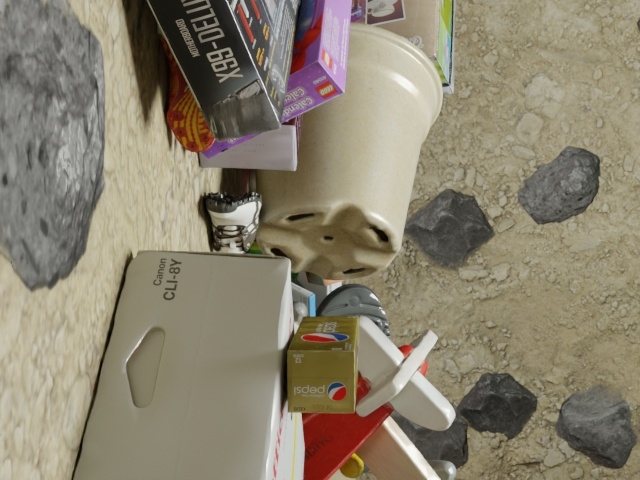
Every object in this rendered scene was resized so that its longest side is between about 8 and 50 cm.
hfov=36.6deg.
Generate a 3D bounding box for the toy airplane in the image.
[{"bbox_3d":[0.030,0.252,1.420,0.272,0.384,0.386,-38,130,-72],"label":"toy airplane"}]

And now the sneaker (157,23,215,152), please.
[{"bbox_3d":[-0.136,-0.180,1.054,0.067,0.064,0.175,-75,167,-59],"label":"sneaker"}]

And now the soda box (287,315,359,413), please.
[{"bbox_3d":[0.005,0.115,0.931,0.181,0.061,0.058,-55,145,-84],"label":"soda box"}]

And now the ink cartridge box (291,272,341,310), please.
[{"bbox_3d":[-0.029,0.135,2.155,0.223,0.045,0.224,28,-54,52],"label":"ink cartridge box"}]

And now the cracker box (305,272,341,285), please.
[{"bbox_3d":[0.000,0.000,1.792,0.232,0.067,0.156,176,-102,-83],"label":"cracker box"}]

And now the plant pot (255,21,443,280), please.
[{"bbox_3d":[0.023,-0.117,1.531,0.334,0.333,0.306,86,8,-59],"label":"plant pot"}]

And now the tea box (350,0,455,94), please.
[{"bbox_3d":[0.067,-0.394,1.736,0.323,0.328,0.220,8,84,-78],"label":"tea box"}]

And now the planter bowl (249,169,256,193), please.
[{"bbox_3d":[-0.069,-0.133,1.805,0.162,0.109,0.162,1,90,-86],"label":"planter bowl"}]

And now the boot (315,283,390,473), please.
[{"bbox_3d":[0.000,0.187,1.874,0.445,0.146,0.367,-124,-146,-67],"label":"boot"}]

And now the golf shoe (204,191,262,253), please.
[{"bbox_3d":[-0.118,-0.021,1.349,0.198,0.077,0.094,26,66,-85],"label":"golf shoe"}]

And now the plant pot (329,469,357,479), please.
[{"bbox_3d":[-0.039,0.474,1.654,0.284,0.284,0.191,88,-19,-47],"label":"plant pot"}]

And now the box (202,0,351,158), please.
[{"bbox_3d":[-0.059,-0.252,1.199,0.057,0.200,0.293,45,35,-36],"label":"box"}]

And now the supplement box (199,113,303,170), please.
[{"bbox_3d":[-0.086,-0.201,1.315,0.073,0.130,0.239,89,6,-47],"label":"supplement box"}]

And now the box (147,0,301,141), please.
[{"bbox_3d":[-0.097,-0.292,0.999,0.308,0.076,0.242,-85,158,-45],"label":"box"}]

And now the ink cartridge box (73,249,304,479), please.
[{"bbox_3d":[-0.106,0.234,0.980,0.385,0.160,0.279,87,6,-50],"label":"ink cartridge box"}]

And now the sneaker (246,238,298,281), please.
[{"bbox_3d":[-0.078,0.041,1.744,0.295,0.109,0.124,69,19,-82],"label":"sneaker"}]

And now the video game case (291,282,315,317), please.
[{"bbox_3d":[-0.075,0.104,1.555,0.015,0.166,0.119,-34,136,-39],"label":"video game case"}]
